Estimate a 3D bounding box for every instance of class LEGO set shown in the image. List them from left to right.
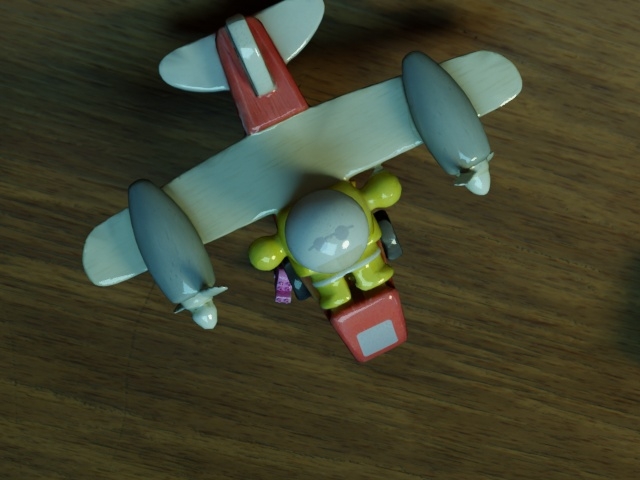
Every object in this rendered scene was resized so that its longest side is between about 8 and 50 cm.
[{"bbox_3d":[0.000,0.000,1.929,0.087,0.093,0.227,5,136,-7],"label":"LEGO set"}]

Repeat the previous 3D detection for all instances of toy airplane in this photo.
[{"bbox_3d":[-0.015,-0.068,1.684,0.384,0.272,0.386,19,108,-18],"label":"toy airplane"}]
